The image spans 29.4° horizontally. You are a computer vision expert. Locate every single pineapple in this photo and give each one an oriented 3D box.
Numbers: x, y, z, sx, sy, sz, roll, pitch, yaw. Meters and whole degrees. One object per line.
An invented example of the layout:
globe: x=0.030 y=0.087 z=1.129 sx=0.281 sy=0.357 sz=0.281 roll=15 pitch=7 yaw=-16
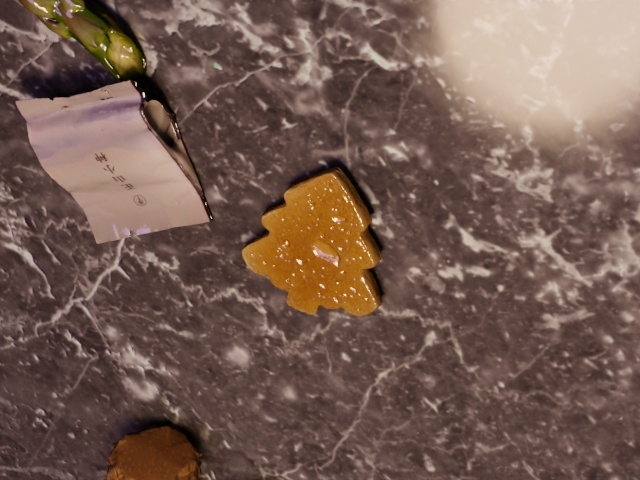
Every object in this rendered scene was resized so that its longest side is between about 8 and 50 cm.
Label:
pineapple: x=-0.258 y=0.460 z=1.975 sx=0.166 sy=0.165 sz=0.364 roll=12 pitch=130 yaw=14

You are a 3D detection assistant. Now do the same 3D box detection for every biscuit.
biscuit: x=0.000 y=0.000 z=1.664 sx=0.212 sy=0.041 sz=0.238 roll=23 pitch=124 yaw=14

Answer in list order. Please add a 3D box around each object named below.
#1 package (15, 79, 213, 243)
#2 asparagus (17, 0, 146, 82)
package: x=-0.281 y=-0.113 z=1.701 sx=0.204 sy=0.062 sz=0.250 roll=-8 pitch=128 yaw=24
asparagus: x=-0.344 y=-0.314 z=1.594 sx=0.287 sy=0.080 sz=0.080 roll=38 pitch=124 yaw=-2
